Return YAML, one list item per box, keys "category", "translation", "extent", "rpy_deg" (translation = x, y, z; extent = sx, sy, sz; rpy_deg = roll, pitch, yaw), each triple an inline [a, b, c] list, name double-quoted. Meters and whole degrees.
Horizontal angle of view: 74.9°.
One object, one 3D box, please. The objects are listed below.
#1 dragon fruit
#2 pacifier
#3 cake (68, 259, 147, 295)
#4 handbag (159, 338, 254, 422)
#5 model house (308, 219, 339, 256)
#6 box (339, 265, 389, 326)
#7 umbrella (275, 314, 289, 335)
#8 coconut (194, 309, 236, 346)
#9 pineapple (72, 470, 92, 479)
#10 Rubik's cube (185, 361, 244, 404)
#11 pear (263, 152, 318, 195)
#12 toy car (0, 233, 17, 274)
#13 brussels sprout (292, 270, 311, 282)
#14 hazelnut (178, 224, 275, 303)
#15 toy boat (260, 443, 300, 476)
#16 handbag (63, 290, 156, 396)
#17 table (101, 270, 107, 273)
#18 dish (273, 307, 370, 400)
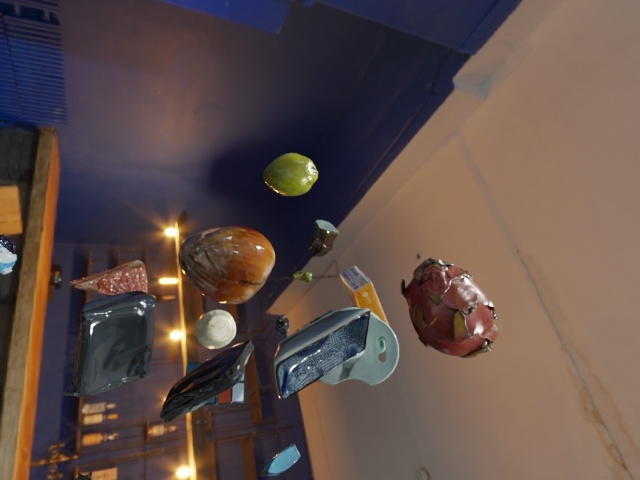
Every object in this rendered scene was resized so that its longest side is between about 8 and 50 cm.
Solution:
- category: "dragon fruit"
  translation: [0.357, 0.197, 1.166]
  extent: [0.251, 0.315, 0.250]
  rpy_deg: [-21, -133, 25]
- category: "pacifier"
  translation: [0.110, 0.366, 1.487]
  extent: [0.269, 0.344, 0.287]
  rpy_deg: [85, 2, -68]
- category: "cake"
  translation: [-0.805, 0.136, 1.625]
  extent: [0.158, 0.262, 0.159]
  rpy_deg: [1, -105, 53]
- category: "handbag"
  translation: [-0.345, 0.426, 1.269]
  extent: [0.332, 0.075, 0.191]
  rpy_deg: [-34, -165, 16]
- category: "model house"
  translation: [-0.004, -0.001, 1.773]
  extent: [0.106, 0.165, 0.152]
  rpy_deg: [33, -74, 33]
- category: "box"
  translation: [0.190, 0.267, 1.793]
  extent: [0.273, 0.091, 0.221]
  rpy_deg: [67, -8, -18]
- category: "umbrella"
  translation: [-0.155, 0.355, 1.775]
  extent: [0.248, 0.071, 0.070]
  rpy_deg: [112, -29, -65]
- category: "coconut"
  translation: [-0.572, 0.486, 2.270]
  extent: [0.234, 0.225, 0.224]
  rpy_deg: [-30, -118, 55]
- category: "pineapple"
  translation: [-0.574, 0.637, 0.901]
  extent: [0.248, 0.128, 0.128]
  rpy_deg: [-54, -162, -22]
- category: "Rubik's cube"
  translation: [-0.431, 0.582, 1.707]
  extent: [0.184, 0.180, 0.167]
  rpy_deg: [-12, -112, 23]
- category: "pear"
  translation: [-0.144, -0.315, 2.007]
  extent: [0.270, 0.212, 0.212]
  rpy_deg: [-6, -99, 25]
- category: "toy car"
  translation: [-1.053, -0.004, 1.213]
  extent: [0.314, 0.166, 0.198]
  rpy_deg: [50, -7, -12]
- category: "brussels sprout"
  translation: [-0.075, 0.154, 1.813]
  extent: [0.084, 0.051, 0.046]
  rpy_deg: [13, -113, 27]
- category: "hazelnut"
  translation: [-0.365, 0.083, 1.630]
  extent: [0.372, 0.373, 0.315]
  rpy_deg: [-40, -133, 55]
- category: "toy boat"
  translation: [-0.174, 0.967, 1.824]
  extent: [0.075, 0.186, 0.077]
  rpy_deg: [55, -30, 14]
- category: "handbag"
  translation: [-0.691, 0.324, 1.355]
  extent: [0.178, 0.275, 0.301]
  rpy_deg: [20, -76, 36]
- category: "table"
  translation: [-0.943, 0.182, 1.894]
  extent: [0.062, 0.079, 0.083]
  rpy_deg: [-123, -146, -78]
- category: "dish"
  translation: [-0.009, 0.237, 0.947]
  extent: [0.080, 0.243, 0.181]
  rpy_deg: [48, -27, 36]
